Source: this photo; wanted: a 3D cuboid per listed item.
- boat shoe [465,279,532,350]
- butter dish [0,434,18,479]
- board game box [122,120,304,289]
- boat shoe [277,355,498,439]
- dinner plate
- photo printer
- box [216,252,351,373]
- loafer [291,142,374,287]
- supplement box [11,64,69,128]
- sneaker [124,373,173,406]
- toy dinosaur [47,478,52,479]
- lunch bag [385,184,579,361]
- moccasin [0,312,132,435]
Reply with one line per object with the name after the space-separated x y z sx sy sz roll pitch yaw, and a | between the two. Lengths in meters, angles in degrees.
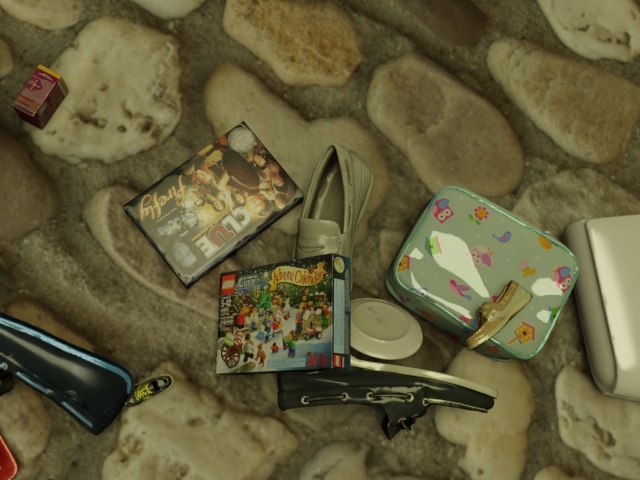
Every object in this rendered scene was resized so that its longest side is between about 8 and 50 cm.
0.257 0.110 1.071 0.135 0.050 0.045 -38 80 -26 | boat shoe
-0.533 0.303 0.987 0.159 0.118 0.160 -33 83 -13 | butter dish
-0.170 -0.060 1.167 0.243 0.042 0.165 -39 84 -15 | board game box
0.095 0.241 1.087 0.339 0.127 0.113 11 76 -3 | boat shoe
0.093 0.132 1.125 0.141 0.017 0.141 9 32 -6 | dinner plate
0.556 0.109 1.194 0.255 0.107 0.308 -4 77 -9 | photo printer
-0.058 0.114 1.058 0.044 0.233 0.159 16 69 -48 | box
0.000 0.000 1.129 0.112 0.111 0.320 -1 66 34 | loafer
-0.453 -0.232 1.164 0.043 0.055 0.083 28 73 1 | supplement box
-0.264 0.225 1.087 0.083 0.035 0.031 -28 81 -14 | sneaker
-0.327 0.396 0.950 0.295 0.200 0.127 17 74 -3 | toy dinosaur
0.266 0.052 1.168 0.279 0.108 0.224 31 73 0 | lunch bag
-0.443 0.174 1.024 0.341 0.138 0.117 24 79 -1 | moccasin
